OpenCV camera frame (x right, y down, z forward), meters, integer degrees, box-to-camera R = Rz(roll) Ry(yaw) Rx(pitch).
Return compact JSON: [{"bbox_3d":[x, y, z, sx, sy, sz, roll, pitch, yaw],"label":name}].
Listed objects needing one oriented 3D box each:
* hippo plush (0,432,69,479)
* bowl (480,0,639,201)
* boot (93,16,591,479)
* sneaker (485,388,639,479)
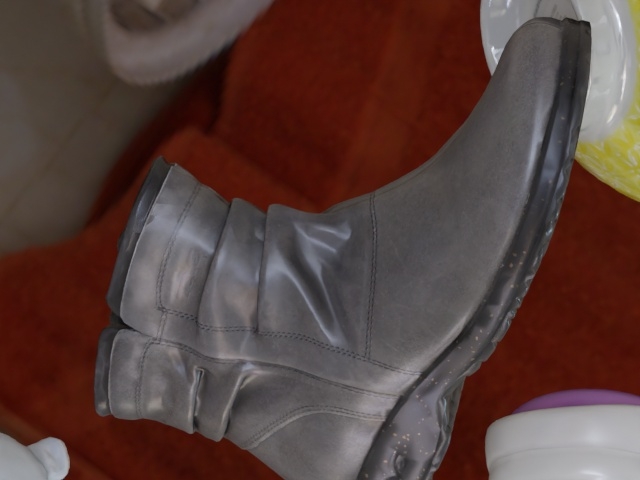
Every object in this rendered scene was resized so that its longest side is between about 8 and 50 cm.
[{"bbox_3d":[-0.316,0.156,1.383,0.294,0.236,0.234,120,-8,-55],"label":"hippo plush"},{"bbox_3d":[0.193,-0.138,1.078,0.156,0.289,0.289,-17,153,-24],"label":"bowl"},{"bbox_3d":[0.000,0.000,0.975,0.118,0.222,0.338,-65,178,-66],"label":"boot"},{"bbox_3d":[0.149,0.181,0.702,0.114,0.305,0.152,-14,-127,35],"label":"sneaker"}]
